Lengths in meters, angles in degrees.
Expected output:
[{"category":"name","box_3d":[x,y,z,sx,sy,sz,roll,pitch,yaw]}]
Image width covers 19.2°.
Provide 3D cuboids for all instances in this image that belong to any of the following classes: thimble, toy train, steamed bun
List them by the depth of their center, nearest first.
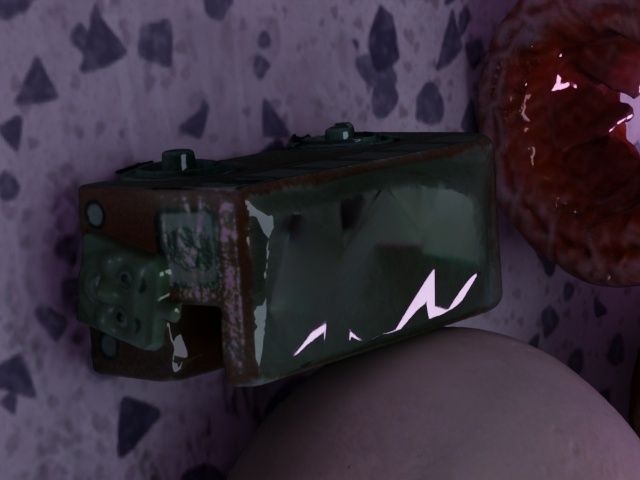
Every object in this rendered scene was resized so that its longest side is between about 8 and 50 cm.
[{"category":"toy train","box_3d":[0.000,0.000,1.159,0.326,0.159,0.129,-13,104,-49]},{"category":"steamed bun","box_3d":[0.094,0.212,1.167,0.324,0.206,0.324,12,70,-36]},{"category":"thimble","box_3d":[0.240,-0.096,1.378,0.162,0.239,0.239,-14,103,-47]}]

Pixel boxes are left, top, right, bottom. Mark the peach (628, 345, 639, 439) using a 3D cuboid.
[{"category":"peach","box_3d":[0.357,0.162,1.462,0.380,0.242,0.306,58,43,-84]}]
